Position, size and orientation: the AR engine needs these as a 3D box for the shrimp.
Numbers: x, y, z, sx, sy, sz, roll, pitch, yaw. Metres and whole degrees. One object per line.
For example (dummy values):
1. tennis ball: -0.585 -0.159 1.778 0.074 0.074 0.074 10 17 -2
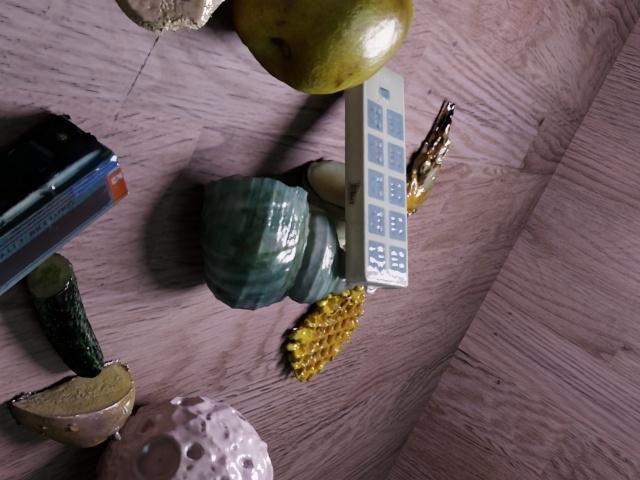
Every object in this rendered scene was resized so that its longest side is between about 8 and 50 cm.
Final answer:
1. shrimp: 0.213 -0.153 1.440 0.117 0.066 0.262 -15 130 -56

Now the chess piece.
1. chess piece: 0.000 0.000 1.171 0.133 0.133 0.243 -29 150 -47

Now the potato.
1. potato: -0.302 0.231 0.902 0.172 0.089 0.100 -14 133 -59

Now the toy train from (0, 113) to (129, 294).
1. toy train: -0.347 0.044 0.604 0.409 0.086 0.089 -45 155 -26

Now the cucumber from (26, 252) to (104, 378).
1. cucumber: -0.290 0.103 0.825 0.214 0.052 0.058 93 9 -50

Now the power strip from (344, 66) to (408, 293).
1. power strip: 0.082 -0.105 1.049 0.106 0.043 0.367 11 75 -47

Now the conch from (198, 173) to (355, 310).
1. conch: -0.064 0.011 0.998 0.277 0.195 0.220 30 123 -25

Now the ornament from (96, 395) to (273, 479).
1. ornament: -0.198 0.353 1.037 0.259 0.259 0.225 -49 150 -20

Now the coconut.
1. coconut: -0.134 -0.248 0.627 0.116 0.122 0.116 -7 127 -10

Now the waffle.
1. waffle: 0.013 0.191 1.488 0.229 0.051 0.231 -45 153 -27

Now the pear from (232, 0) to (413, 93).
1. pear: 0.004 -0.261 0.789 0.200 0.200 0.200 -43 151 -30
